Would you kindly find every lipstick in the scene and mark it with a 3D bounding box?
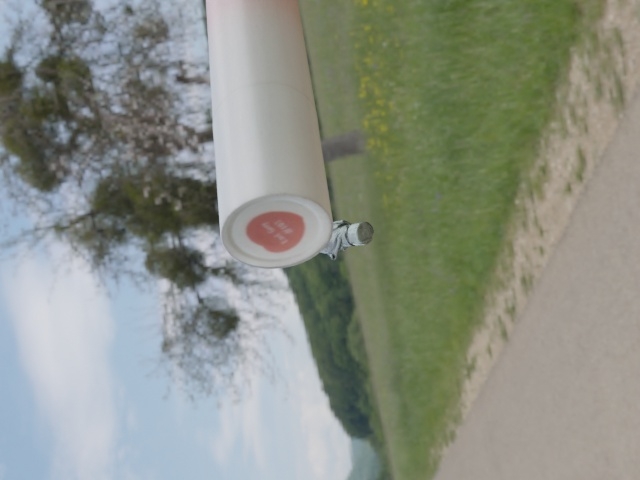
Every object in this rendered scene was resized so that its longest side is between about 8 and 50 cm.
[{"bbox_3d":[-0.050,-0.128,0.840,0.087,0.087,0.327,78,-177,-50],"label":"lipstick"}]

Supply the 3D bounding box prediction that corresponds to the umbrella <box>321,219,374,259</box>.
[{"bbox_3d":[0.000,0.000,1.349,0.188,0.046,0.050,-5,101,47],"label":"umbrella"}]
